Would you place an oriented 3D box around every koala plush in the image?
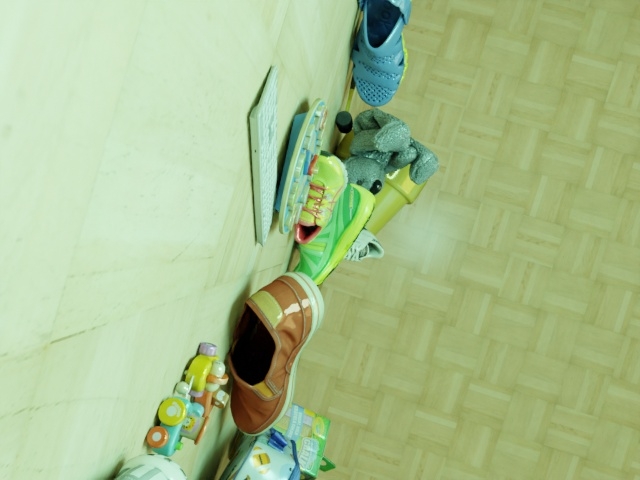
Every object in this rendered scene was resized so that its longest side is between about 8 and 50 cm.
[{"bbox_3d":[0.109,-0.166,1.133,0.196,0.203,0.221,30,100,-43],"label":"koala plush"}]

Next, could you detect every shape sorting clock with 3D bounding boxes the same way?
[{"bbox_3d":[-0.023,-0.107,0.739,0.206,0.040,0.206,13,90,-86],"label":"shape sorting clock"}]

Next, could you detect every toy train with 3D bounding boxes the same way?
[{"bbox_3d":[-0.130,0.185,0.533,0.166,0.046,0.125,-65,170,-65],"label":"toy train"}]

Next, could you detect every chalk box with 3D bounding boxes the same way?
[{"bbox_3d":[-0.066,0.448,1.095,0.132,0.213,0.132,-51,-165,47],"label":"chalk box"}]

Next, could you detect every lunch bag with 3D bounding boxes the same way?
[{"bbox_3d":[-0.122,0.432,0.835,0.243,0.115,0.303,-57,179,-13],"label":"lunch bag"}]

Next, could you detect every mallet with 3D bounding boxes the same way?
[{"bbox_3d":[0.071,-0.348,1.163,0.062,0.039,0.189,0,102,-83],"label":"mallet"}]

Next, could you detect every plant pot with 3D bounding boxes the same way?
[{"bbox_3d":[0.119,-0.131,1.343,0.239,0.254,0.254,-57,176,0],"label":"plant pot"}]

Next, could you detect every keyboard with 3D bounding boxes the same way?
[{"bbox_3d":[-0.062,-0.083,0.585,0.256,0.014,0.072,100,8,-60],"label":"keyboard"}]

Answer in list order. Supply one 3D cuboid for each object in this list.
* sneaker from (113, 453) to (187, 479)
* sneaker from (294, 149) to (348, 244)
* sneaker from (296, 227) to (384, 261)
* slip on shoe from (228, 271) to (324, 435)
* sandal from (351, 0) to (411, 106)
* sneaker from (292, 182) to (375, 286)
[{"bbox_3d":[-0.162,0.272,0.332,0.132,0.086,0.228,67,30,-76],"label":"sneaker"},{"bbox_3d":[-0.008,-0.070,0.911,0.208,0.081,0.094,99,16,-48],"label":"sneaker"},{"bbox_3d":[0.050,0.008,1.181,0.235,0.095,0.090,-5,130,-39],"label":"sneaker"},{"bbox_3d":[-0.093,0.183,0.736,0.101,0.123,0.331,-18,142,-40],"label":"slip on shoe"},{"bbox_3d":[0.117,-0.407,0.994,0.317,0.126,0.138,91,18,-45],"label":"sandal"},{"bbox_3d":[0.000,0.000,1.074,0.295,0.123,0.109,-55,173,14],"label":"sneaker"}]
